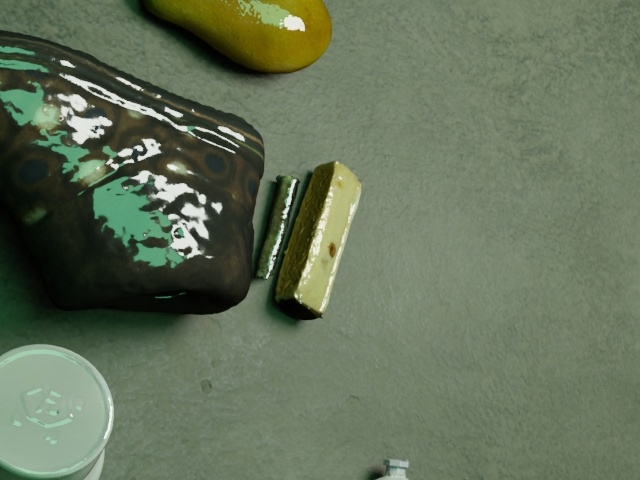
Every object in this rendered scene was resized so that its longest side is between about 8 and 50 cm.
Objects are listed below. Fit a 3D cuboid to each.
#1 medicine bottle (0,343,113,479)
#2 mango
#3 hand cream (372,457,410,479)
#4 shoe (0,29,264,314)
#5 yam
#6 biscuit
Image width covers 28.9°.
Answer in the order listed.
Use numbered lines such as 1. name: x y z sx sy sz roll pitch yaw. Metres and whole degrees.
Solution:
1. medicine bottle: -0.258 0.188 1.085 0.139 0.237 0.139 11 58 -17
2. mango: -0.092 -0.271 1.435 0.228 0.099 0.136 16 73 -16
3. hand cream: 0.079 0.312 1.373 0.084 0.053 0.142 10 79 -28
4. shoe: -0.232 -0.046 1.229 0.384 0.171 0.237 19 61 -33
5. yam: -0.052 -0.012 1.413 0.027 0.033 0.129 39 59 -46
6. biscuit: 0.000 0.000 1.424 0.056 0.052 0.188 34 60 -32
